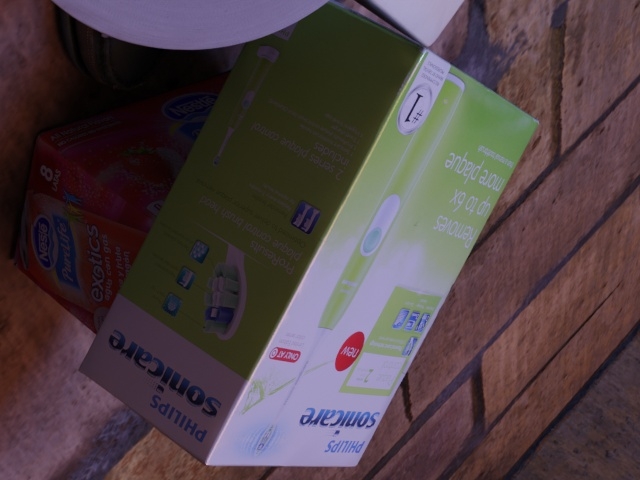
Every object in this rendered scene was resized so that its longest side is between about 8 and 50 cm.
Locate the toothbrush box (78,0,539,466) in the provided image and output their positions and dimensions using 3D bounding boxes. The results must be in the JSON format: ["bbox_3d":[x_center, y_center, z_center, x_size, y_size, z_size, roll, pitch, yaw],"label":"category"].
[{"bbox_3d":[0.000,0.000,0.943,0.283,0.122,0.206,-61,152,6],"label":"toothbrush box"}]

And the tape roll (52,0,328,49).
[{"bbox_3d":[-0.067,-0.212,0.763,0.219,0.072,0.219,-10,135,-10],"label":"tape roll"}]

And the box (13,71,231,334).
[{"bbox_3d":[-0.083,-0.032,1.050,0.257,0.128,0.122,-25,142,-46],"label":"box"}]

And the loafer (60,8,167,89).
[{"bbox_3d":[-0.090,-0.196,0.862,0.096,0.084,0.267,-26,145,-46],"label":"loafer"}]

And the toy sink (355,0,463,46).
[{"bbox_3d":[0.070,-0.279,0.982,0.234,0.131,0.153,-55,157,7],"label":"toy sink"}]
